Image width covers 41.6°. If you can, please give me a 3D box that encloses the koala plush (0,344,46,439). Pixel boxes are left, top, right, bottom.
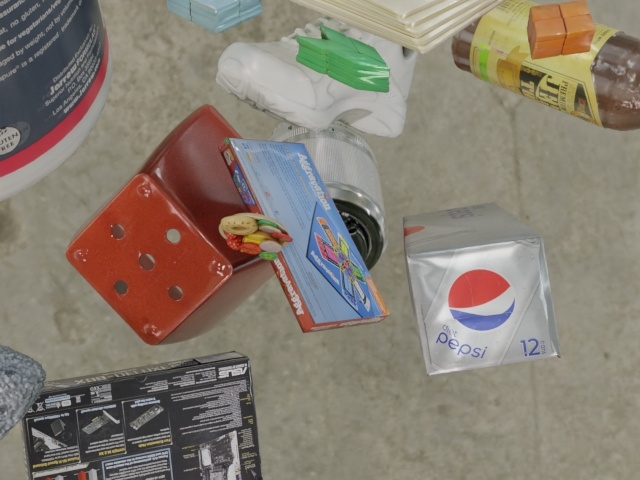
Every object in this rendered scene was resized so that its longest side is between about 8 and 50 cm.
[{"bbox_3d":[-0.419,0.137,0.808,0.221,0.196,0.203,44,68,-16],"label":"koala plush"}]

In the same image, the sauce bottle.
[{"bbox_3d":[0.316,-0.195,0.977,0.344,0.111,0.111,31,47,33],"label":"sauce bottle"}]

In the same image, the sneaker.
[{"bbox_3d":[0.005,-0.152,0.688,0.232,0.090,0.115,-8,121,-57],"label":"sneaker"}]

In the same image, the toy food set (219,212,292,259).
[{"bbox_3d":[-0.074,-0.006,0.947,0.083,0.083,0.020,12,61,-8],"label":"toy food set"}]

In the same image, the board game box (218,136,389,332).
[{"bbox_3d":[-0.022,-0.013,1.101,0.145,0.027,0.281,-2,58,-45],"label":"board game box"}]

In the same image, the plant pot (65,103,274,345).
[{"bbox_3d":[-0.201,-0.001,1.218,0.267,0.267,0.236,47,22,-3],"label":"plant pot"}]

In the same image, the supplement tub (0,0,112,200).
[{"bbox_3d":[-0.205,-0.154,0.374,0.191,0.272,0.191,2,58,-3],"label":"supplement tub"}]

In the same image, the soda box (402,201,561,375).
[{"bbox_3d":[0.123,0.028,0.714,0.098,0.286,0.091,-9,96,7],"label":"soda box"}]

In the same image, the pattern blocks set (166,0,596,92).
[{"bbox_3d":[0.063,-0.198,0.604,0.286,0.026,0.325,22,43,18],"label":"pattern blocks set"}]

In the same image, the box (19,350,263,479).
[{"bbox_3d":[-0.234,0.294,1.136,0.308,0.076,0.242,-7,93,-22],"label":"box"}]

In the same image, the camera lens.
[{"bbox_3d":[-0.002,-0.069,1.460,0.219,0.219,0.274,25,35,-23],"label":"camera lens"}]
